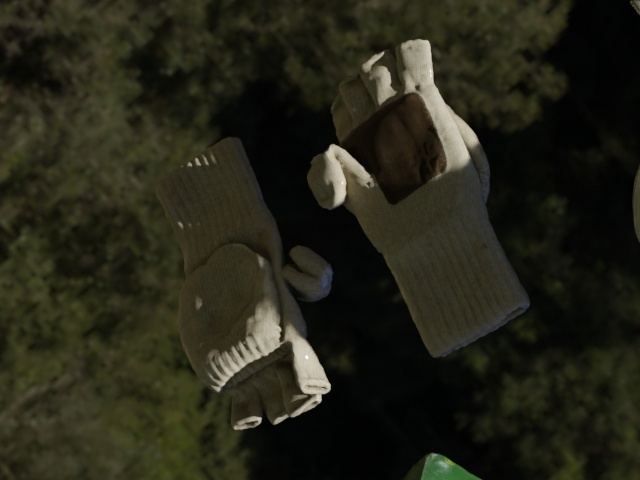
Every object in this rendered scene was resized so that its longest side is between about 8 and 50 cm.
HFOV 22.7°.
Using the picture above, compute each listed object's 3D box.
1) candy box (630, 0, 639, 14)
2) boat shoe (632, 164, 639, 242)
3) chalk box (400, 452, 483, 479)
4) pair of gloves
[{"bbox_3d":[0.209,-0.058,0.409,0.196,0.165,0.070,-33,-172,27],"label":"candy box"},{"bbox_3d":[0.277,-0.047,1.180,0.084,0.095,0.258,-53,162,-31],"label":"boat shoe"},{"bbox_3d":[0.030,0.242,0.432,0.179,0.180,0.289,-57,-175,41],"label":"chalk box"},{"bbox_3d":[0.000,0.000,1.034,0.240,0.204,0.042,-24,157,24],"label":"pair of gloves"}]
